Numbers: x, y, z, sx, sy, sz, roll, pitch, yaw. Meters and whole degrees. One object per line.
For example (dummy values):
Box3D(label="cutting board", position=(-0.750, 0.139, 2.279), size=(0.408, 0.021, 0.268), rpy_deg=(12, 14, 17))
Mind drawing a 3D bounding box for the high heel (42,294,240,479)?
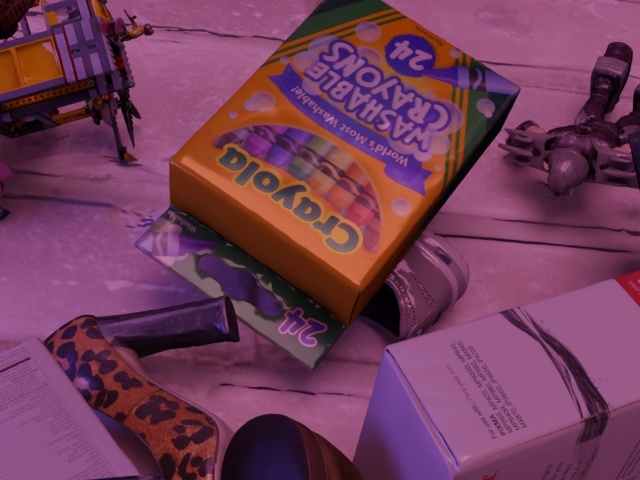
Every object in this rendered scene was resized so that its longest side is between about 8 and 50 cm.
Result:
Box3D(label="high heel", position=(-0.152, 0.176, 0.840), size=(0.186, 0.093, 0.261), rpy_deg=(-11, 59, 9))

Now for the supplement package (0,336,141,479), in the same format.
Box3D(label="supplement package", position=(-0.196, 0.215, 0.733), size=(0.139, 0.134, 0.244), rpy_deg=(-25, 56, -30))

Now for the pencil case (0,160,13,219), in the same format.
Box3D(label="pencil case", position=(-0.391, -0.096, 1.025), size=(0.098, 0.095, 0.209), rpy_deg=(-45, 64, -1))

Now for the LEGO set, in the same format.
Box3D(label="LEGO set", position=(-0.258, -0.218, 0.989), size=(0.192, 0.331, 0.255), rpy_deg=(-15, 81, 0))

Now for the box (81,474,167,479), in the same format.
Box3D(label="box", position=(-0.282, 0.344, 0.359), size=(0.480, 0.471, 0.297), rpy_deg=(-2, 48, -13))

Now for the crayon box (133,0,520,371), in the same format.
Box3D(label="crayon box", position=(0.010, -0.070, 0.946), size=(0.203, 0.083, 0.323), rpy_deg=(34, 64, 10))

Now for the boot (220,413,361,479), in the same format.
Box3D(label="boot", position=(-0.001, 0.281, 0.733), size=(0.112, 0.115, 0.305), rpy_deg=(-18, 58, 28))

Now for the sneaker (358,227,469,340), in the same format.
Box3D(label="sneaker", position=(0.000, 0.000, 0.996), size=(0.281, 0.105, 0.115), rpy_deg=(27, 47, 14))

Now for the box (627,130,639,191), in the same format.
Box3D(label="box", position=(0.350, 0.030, 0.976), size=(0.059, 0.183, 0.232), rpy_deg=(-14, 41, 15))

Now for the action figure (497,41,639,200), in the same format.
Box3D(label="action figure", position=(0.314, -0.115, 1.163), size=(0.185, 0.099, 0.285), rpy_deg=(26, 43, 22))

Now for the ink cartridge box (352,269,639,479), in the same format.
Box3D(label="ink cartridge box", position=(0.172, 0.148, 0.824), size=(0.273, 0.197, 0.114), rpy_deg=(-15, 50, -23))
